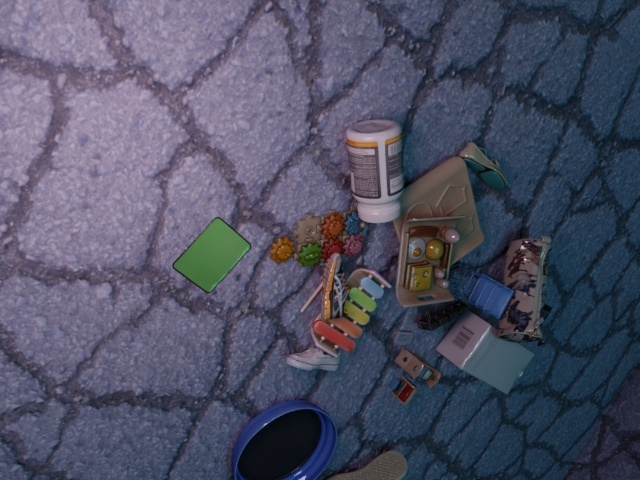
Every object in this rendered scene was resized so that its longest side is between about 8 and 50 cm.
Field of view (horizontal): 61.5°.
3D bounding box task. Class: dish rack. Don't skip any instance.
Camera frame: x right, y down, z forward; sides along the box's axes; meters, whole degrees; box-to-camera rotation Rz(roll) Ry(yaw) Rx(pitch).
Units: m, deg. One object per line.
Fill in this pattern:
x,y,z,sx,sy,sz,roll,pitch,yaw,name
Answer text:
0.434,0.182,1.966,0.208,0.074,0.271,-23,109,-23,dish rack

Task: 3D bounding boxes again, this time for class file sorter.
0.612,0.196,2.028,0.104,0.170,0.118,20,99,-32,file sorter

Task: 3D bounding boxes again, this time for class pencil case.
0.780,0.184,2.037,0.160,0.183,0.410,22,71,-27,pencil case

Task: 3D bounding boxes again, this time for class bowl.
-0.128,0.728,1.873,0.391,0.077,0.391,-13,116,-27,bowl

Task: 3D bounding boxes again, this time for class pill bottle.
0.165,-0.203,1.586,0.162,0.162,0.278,-20,120,-23,pill bottle

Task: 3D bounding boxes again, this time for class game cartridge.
0.310,0.365,2.014,0.083,0.017,0.056,10,102,-34,game cartridge

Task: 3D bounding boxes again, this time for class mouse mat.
-0.301,0.043,1.510,0.190,0.007,0.152,-49,127,-5,mouse mat

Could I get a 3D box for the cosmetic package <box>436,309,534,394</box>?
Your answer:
0.677,0.455,2.191,0.385,0.156,0.217,34,91,-38,cosmetic package

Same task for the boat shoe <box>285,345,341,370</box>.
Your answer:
-0.022,0.385,1.794,0.226,0.083,0.076,18,90,-47,boat shoe

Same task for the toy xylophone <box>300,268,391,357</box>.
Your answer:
0.073,0.219,1.766,0.236,0.081,0.323,29,94,-36,toy xylophone

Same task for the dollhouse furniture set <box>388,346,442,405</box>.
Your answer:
0.337,0.530,2.032,0.129,0.129,0.184,33,92,-37,dollhouse furniture set

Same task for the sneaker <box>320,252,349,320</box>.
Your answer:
0.050,0.142,1.667,0.083,0.084,0.215,3,104,-11,sneaker

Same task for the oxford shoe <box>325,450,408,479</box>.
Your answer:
0.146,0.979,2.109,0.449,0.169,0.130,-19,141,-23,oxford shoe

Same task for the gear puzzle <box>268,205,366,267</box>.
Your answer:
0.000,0.000,1.648,0.339,0.044,0.175,-11,116,-27,gear puzzle

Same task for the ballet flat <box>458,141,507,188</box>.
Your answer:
0.572,-0.263,1.861,0.248,0.086,0.086,28,95,-36,ballet flat

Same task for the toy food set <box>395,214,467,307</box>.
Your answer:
0.371,0.066,1.771,0.219,0.092,0.306,-5,109,-26,toy food set

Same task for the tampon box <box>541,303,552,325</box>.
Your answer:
0.853,0.281,2.238,0.161,0.120,0.101,22,98,-36,tampon box

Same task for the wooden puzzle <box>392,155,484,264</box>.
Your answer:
0.389,-0.069,1.837,0.322,0.080,0.348,-33,119,-15,wooden puzzle
